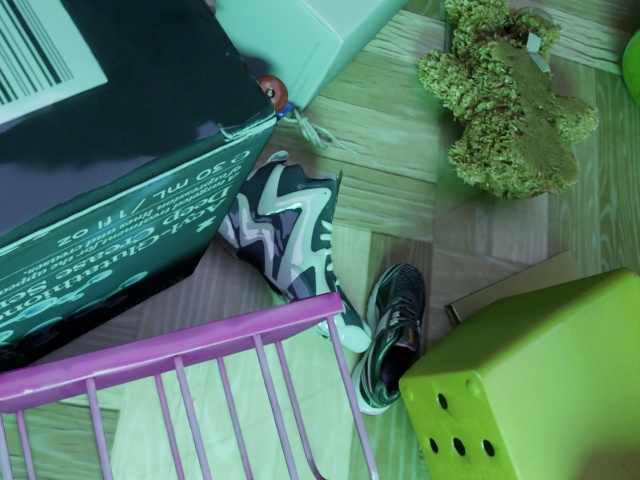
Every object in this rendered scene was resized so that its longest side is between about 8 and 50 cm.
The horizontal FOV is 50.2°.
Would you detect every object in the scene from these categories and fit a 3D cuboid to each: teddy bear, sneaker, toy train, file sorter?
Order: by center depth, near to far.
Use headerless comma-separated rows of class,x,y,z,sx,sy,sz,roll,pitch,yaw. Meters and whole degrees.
file sorter,-0.122,0.181,0.611,0.291,0.202,0.182,-12,80,-21
sneaker,0.000,0.000,0.752,0.235,0.094,0.153,42,79,4
sneaker,0.091,0.108,0.769,0.072,0.077,0.178,19,68,-13
toy train,-0.091,-0.114,0.776,0.248,0.105,0.143,34,83,-13
teddy bear,0.244,-0.195,0.908,0.245,0.113,0.337,-2,67,-26

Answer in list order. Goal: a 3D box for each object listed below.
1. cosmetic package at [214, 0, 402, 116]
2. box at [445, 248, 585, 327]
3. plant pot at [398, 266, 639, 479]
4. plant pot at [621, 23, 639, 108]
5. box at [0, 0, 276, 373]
cosmetic package,0.045,-0.345,0.828,0.155,0.197,0.365,41,68,-4
box,0.273,0.118,0.855,0.201,0.021,0.164,-21,81,-22
plant pot,0.207,0.169,0.679,0.187,0.212,0.212,-16,83,-27
plant pot,0.621,-0.323,0.950,0.366,0.366,0.353,44,78,-2
box,-0.249,-0.037,0.528,0.294,0.395,0.211,-30,85,-23
